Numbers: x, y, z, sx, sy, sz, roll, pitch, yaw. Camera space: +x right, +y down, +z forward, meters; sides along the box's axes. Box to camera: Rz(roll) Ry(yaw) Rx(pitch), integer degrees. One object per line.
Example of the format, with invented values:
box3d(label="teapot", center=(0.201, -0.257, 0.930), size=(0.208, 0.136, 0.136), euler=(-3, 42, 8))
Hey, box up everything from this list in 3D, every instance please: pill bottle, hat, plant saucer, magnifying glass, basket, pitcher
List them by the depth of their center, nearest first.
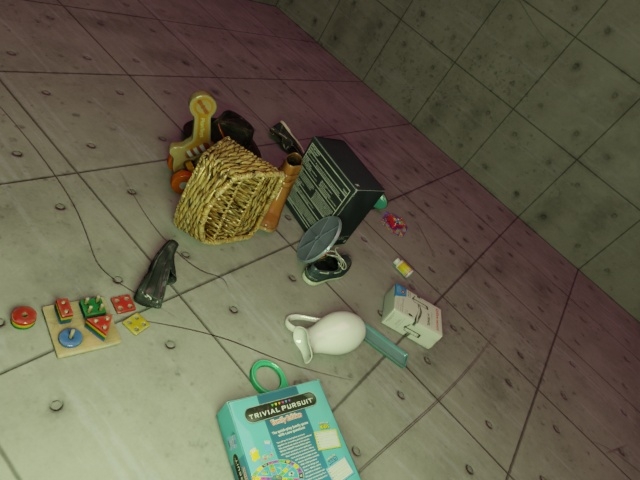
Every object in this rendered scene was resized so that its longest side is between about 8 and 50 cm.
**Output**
box3d(label="magnifying glass", center=(-0.090, 0.398, 1.169), size=(0.231, 0.026, 0.092), euler=(45, 35, 12))
box3d(label="pitcher", center=(0.013, 0.262, 1.353), size=(0.207, 0.126, 0.178), euler=(-8, 37, -32))
box3d(label="basket", center=(-0.278, -0.115, 1.376), size=(0.223, 0.299, 0.213), euler=(33, 34, -3))
box3d(label="plant saucer", center=(0.200, 0.340, 1.499), size=(0.192, 0.018, 0.067), euler=(37, 34, 1))
box3d(label="hat", center=(-0.354, -0.423, 1.796), size=(0.331, 0.134, 0.331), euler=(25, 37, -20))
box3d(label="pill bottle", center=(0.336, 0.110, 1.869), size=(0.083, 0.043, 0.043), euler=(47, 35, 15))

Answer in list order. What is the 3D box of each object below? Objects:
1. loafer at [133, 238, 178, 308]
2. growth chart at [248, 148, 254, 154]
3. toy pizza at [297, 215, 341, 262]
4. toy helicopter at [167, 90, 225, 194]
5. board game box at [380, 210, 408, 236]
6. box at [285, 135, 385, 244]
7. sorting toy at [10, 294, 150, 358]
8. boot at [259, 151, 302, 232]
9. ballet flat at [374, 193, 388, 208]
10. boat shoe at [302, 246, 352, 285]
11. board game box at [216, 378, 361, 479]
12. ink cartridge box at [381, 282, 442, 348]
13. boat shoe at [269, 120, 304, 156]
box3d(label="loafer", center=(-0.418, 0.088, 1.218), size=(0.078, 0.076, 0.223), euler=(30, 39, -18))
box3d(label="growth chart", center=(-0.361, -0.378, 1.872), size=(0.237, 0.021, 0.172), euler=(-4, 51, -44))
box3d(label="toy pizza", center=(0.000, 0.000, 1.583), size=(0.032, 0.201, 0.201), euler=(42, 29, -28))
box3d(label="toy helicopter", center=(-0.370, -0.316, 1.490), size=(0.234, 0.355, 0.140), euler=(-4, 48, -21))
box3d(label="board game box", center=(0.352, -0.086, 2.131), size=(0.133, 0.033, 0.169), euler=(37, 34, 3))
box3d(label="box", center=(0.038, -0.183, 1.740), size=(0.182, 0.294, 0.296), euler=(-6, 52, -45))
box3d(label="sorting toy", center=(-0.523, 0.181, 1.034), size=(0.274, 0.046, 0.132), euler=(-6, 52, -45))
box3d(label="boot", center=(-0.141, -0.175, 1.639), size=(0.109, 0.220, 0.283), euler=(30, 34, -8))
box3d(label="ballet flat", center=(0.198, -0.249, 2.145), size=(0.280, 0.095, 0.096), euler=(34, 22, -3))
box3d(label="boat shoe", center=(0.038, 0.083, 1.610), size=(0.254, 0.079, 0.095), euler=(-13, 57, -48))
box3d(label="board game box", center=(-0.054, 0.498, 1.007), size=(0.253, 0.079, 0.336), euler=(-1, 51, -38))
box3d(label="ink cartridge box", center=(0.327, 0.268, 1.634), size=(0.203, 0.086, 0.148), euler=(29, 34, -8))
box3d(label="boat shoe", center=(-0.146, -0.441, 2.107), size=(0.079, 0.084, 0.233), euler=(-33, 76, -14))
